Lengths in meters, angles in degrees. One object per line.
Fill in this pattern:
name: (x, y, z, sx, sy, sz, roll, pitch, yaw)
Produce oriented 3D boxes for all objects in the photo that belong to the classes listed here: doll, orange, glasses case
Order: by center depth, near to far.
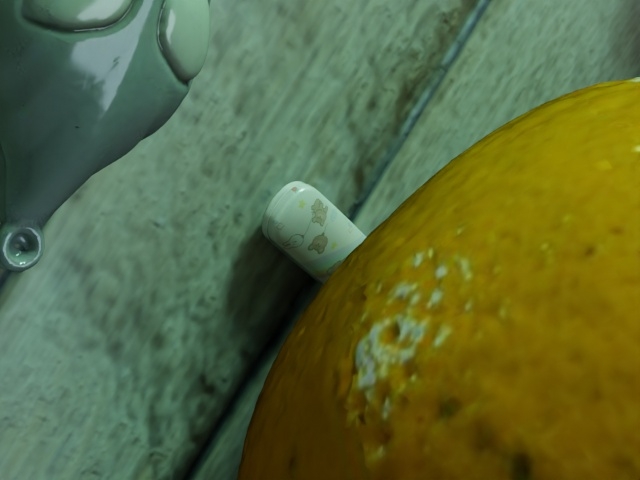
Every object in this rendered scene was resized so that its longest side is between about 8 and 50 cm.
doll: (-0.078, -0.097, 0.632, 0.102, 0.075, 0.227, 23, 84, -35)
orange: (0.164, 0.105, 0.791, 0.424, 0.326, 0.424, -12, 145, -9)
glasses case: (0.000, 0.000, 0.819, 0.032, 0.021, 0.083, -52, 142, -4)
